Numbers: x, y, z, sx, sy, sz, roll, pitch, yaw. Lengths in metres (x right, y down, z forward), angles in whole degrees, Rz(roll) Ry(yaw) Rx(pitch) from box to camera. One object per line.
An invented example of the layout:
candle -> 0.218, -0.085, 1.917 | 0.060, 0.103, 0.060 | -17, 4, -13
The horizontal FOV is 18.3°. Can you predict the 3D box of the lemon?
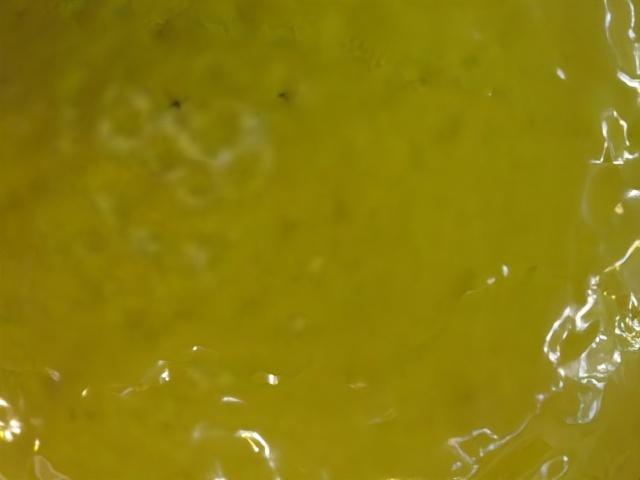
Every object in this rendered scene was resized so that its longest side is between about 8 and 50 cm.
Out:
lemon -> -0.001, 0.000, 0.547 | 0.293, 0.293, 0.293 | -11, 58, 18
